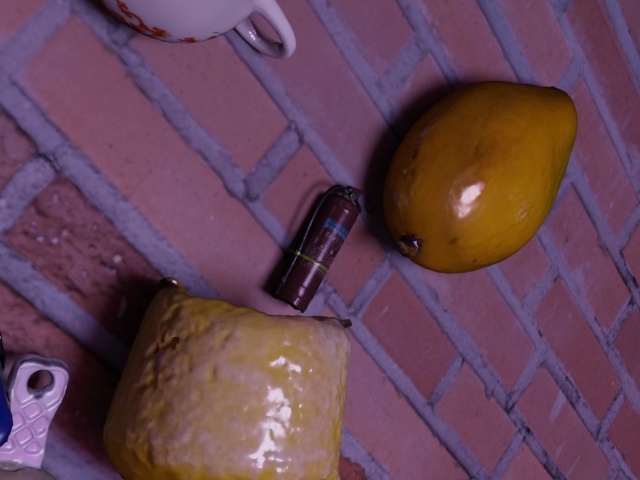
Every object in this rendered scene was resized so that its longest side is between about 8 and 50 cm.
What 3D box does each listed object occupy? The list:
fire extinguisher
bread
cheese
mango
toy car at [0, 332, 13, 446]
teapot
[{"bbox_3d":[0.000,0.000,0.754,0.056,0.039,0.132,41,74,-46],"label":"fire extinguisher"},{"bbox_3d":[-0.069,0.129,0.640,0.197,0.197,0.171,22,75,-39],"label":"bread"},{"bbox_3d":[-0.233,0.193,0.593,0.137,0.064,0.227,18,89,-43],"label":"cheese"},{"bbox_3d":[0.170,-0.072,0.829,0.317,0.119,0.177,-33,116,-39],"label":"mango"},{"bbox_3d":[-0.266,0.036,0.466,0.172,0.158,0.235,-16,103,-35],"label":"toy car"},{"bbox_3d":[-0.093,-0.217,0.600,0.245,0.116,0.159,53,56,-39],"label":"teapot"}]
